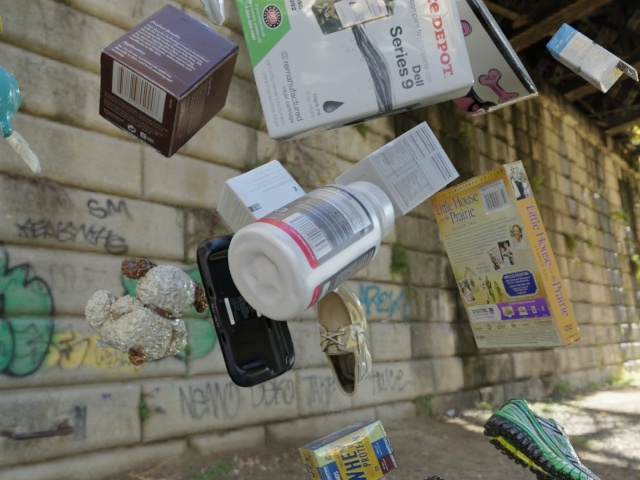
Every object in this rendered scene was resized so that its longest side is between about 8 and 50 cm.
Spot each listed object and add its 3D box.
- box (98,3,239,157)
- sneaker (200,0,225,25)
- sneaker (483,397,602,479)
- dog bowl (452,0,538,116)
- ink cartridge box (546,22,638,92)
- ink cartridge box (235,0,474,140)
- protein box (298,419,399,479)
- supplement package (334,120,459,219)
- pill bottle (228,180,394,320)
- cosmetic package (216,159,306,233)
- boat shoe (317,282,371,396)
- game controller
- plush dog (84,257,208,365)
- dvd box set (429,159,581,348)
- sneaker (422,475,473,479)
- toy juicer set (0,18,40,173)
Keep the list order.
[{"bbox_3d":[-0.289,-0.304,1.165,0.169,0.203,0.167,33,-38,3],"label":"box"},{"bbox_3d":[-0.230,-0.577,1.287,0.095,0.234,0.090,-19,30,-12],"label":"sneaker"},{"bbox_3d":[0.575,0.513,1.473,0.146,0.344,0.134,-39,-18,-33],"label":"sneaker"},{"bbox_3d":[0.310,-0.452,1.352,0.150,0.407,0.408,-32,-23,24],"label":"dog bowl"},{"bbox_3d":[0.579,-0.377,1.299,0.060,0.180,0.104,-53,-23,20],"label":"ink cartridge box"},{"bbox_3d":[0.051,-0.278,0.867,0.290,0.211,0.121,-13,5,10],"label":"ink cartridge box"},{"bbox_3d":[0.072,0.600,1.686,0.201,0.135,0.200,-19,-11,-19],"label":"protein box"},{"bbox_3d":[0.228,-0.188,1.829,0.263,0.198,0.199,-34,3,-31],"label":"supplement package"},{"bbox_3d":[0.000,0.000,1.117,0.176,0.176,0.319,-14,13,44],"label":"pill bottle"},{"bbox_3d":[-0.114,-0.037,1.861,0.217,0.385,0.156,-31,-20,-37],"label":"cosmetic package"},{"bbox_3d":[0.049,0.233,1.447,0.109,0.302,0.098,-1,28,25],"label":"boat shoe"},{"bbox_3d":[-0.155,0.139,1.274,0.167,0.318,0.067,-12,-8,-36],"label":"game controller"},{"bbox_3d":[-0.393,0.160,1.434,0.263,0.225,0.211,29,-1,-23],"label":"plush dog"},{"bbox_3d":[0.426,0.051,1.463,0.062,0.419,0.308,-16,-4,-25],"label":"dvd box set"},{"bbox_3d":[0.290,0.563,1.322,0.085,0.086,0.237,4,-16,45],"label":"sneaker"},{"bbox_3d":[-0.656,-0.288,1.209,0.090,0.328,0.209,-21,18,-32],"label":"toy juicer set"}]
